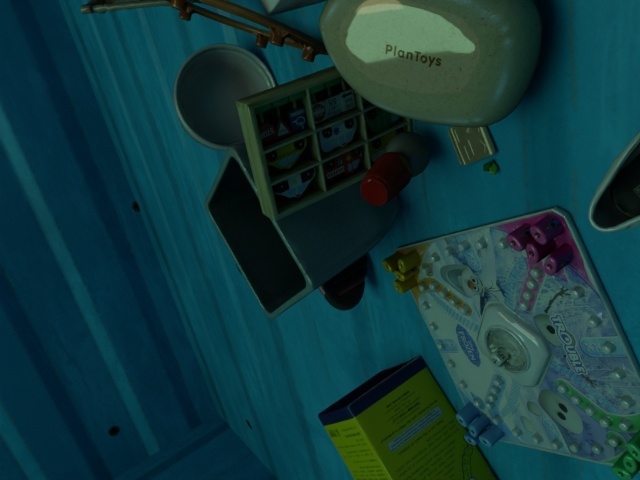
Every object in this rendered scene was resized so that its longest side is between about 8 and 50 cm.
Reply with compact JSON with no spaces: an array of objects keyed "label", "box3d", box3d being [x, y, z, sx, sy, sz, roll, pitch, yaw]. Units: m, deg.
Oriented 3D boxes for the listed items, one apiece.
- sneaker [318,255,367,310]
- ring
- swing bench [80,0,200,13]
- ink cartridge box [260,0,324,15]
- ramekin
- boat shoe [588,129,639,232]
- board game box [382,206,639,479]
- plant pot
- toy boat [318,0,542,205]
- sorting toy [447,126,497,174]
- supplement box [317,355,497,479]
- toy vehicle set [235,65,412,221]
[{"label":"sneaker","box3d":[0.000,-0.001,1.193,0.314,0.115,0.136,65,164,10]},{"label":"ring","box3d":[-0.145,-0.342,0.895,0.336,0.336,0.032,32,108,45]},{"label":"swing bench","box3d":[-0.312,-0.553,1.011,0.165,0.253,0.255,-89,-5,-51]},{"label":"ink cartridge box","box3d":[-0.022,-0.447,0.728,0.171,0.168,0.233,-18,100,62]},{"label":"ramekin","box3d":[-0.197,-0.279,1.161,0.207,0.207,0.109,66,162,-8]},{"label":"boat shoe","box3d":[0.341,-0.086,0.514,0.095,0.084,0.258,50,151,23]},{"label":"board game box","box3d":[0.286,0.168,0.881,0.390,0.050,0.390,64,153,-3]},{"label":"plant pot","box3d":[-0.016,-0.050,0.988,0.247,0.252,0.248,59,153,6]},{"label":"toy boat","box3d":[0.120,-0.196,0.727,0.267,0.148,0.318,26,135,18]},{"label":"sorting toy","box3d":[0.213,-0.125,0.783,0.062,0.012,0.083,-18,95,58]},{"label":"supplement box","box3d":[0.187,0.448,1.151,0.357,0.195,0.194,59,153,9]},{"label":"toy vehicle set","box3d":[0.019,-0.157,0.814,0.035,0.266,0.166,29,139,49]}]
